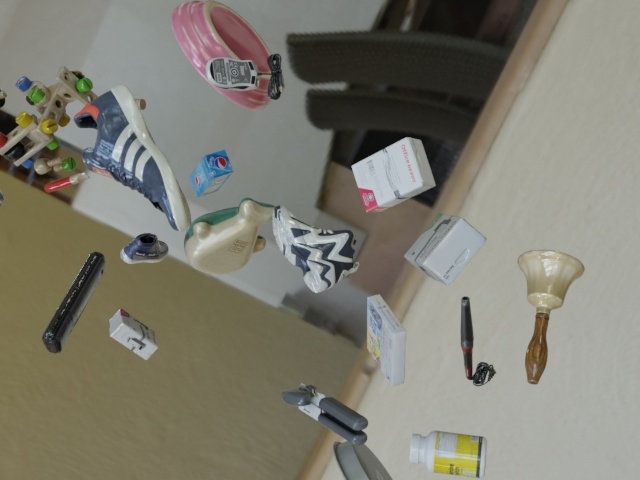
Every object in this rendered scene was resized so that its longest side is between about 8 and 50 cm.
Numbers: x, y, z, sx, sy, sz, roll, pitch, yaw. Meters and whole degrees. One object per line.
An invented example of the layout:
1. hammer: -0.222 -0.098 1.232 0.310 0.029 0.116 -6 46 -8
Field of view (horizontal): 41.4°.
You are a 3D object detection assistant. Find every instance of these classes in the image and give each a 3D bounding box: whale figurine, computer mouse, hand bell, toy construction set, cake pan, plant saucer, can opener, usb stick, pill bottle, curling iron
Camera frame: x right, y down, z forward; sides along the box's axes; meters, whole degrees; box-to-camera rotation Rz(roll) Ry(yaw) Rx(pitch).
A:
1. whale figurine: -0.227 -0.032 2.119 0.272 0.216 0.141 -44 47 33
2. computer mouse: -0.167 -0.359 1.838 0.042 0.193 0.106 -16 79 57
3. hand bell: 0.412 0.152 1.573 0.126 0.126 0.242 106 179 -66
4. toy construction set: -0.660 -0.289 2.126 0.308 0.237 0.257 66 -153 -22
5. cake pan: 0.139 0.643 2.236 0.054 0.293 0.293 -37 -2 6
6. plant saucer: -0.227 -0.485 2.151 0.084 0.332 0.332 -37 8 26
7. can opener: 0.002 0.430 2.101 0.283 0.095 0.075 18 109 55
8. usb stick: -0.572 0.142 1.986 0.077 0.045 0.278 92 -169 -45
9. pill bottle: 0.317 0.526 2.096 0.103 0.184 0.103 4 -90 -77
10. curling iron: 0.341 0.224 1.892 0.035 0.068 0.274 -102 -6 -55

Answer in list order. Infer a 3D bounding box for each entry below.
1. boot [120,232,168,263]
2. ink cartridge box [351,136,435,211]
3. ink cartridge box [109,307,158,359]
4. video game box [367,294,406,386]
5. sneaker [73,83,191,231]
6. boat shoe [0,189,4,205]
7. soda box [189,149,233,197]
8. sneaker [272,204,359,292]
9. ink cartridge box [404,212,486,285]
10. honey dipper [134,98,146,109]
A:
1. boot: -0.481 0.017 2.426 0.086 0.069 0.190 -41 -10 26
2. ink cartridge box: 0.153 -0.136 1.772 0.151 0.109 0.063 -25 -15 34
3. ink cartridge box: -0.538 0.269 2.442 0.056 0.135 0.099 -47 27 6
4. video game box: 0.192 0.293 2.492 0.187 0.048 0.205 -127 29 -49
5. sneaker: -0.383 -0.144 1.701 0.148 0.350 0.131 -28 -22 -10
6. boat shoe: -0.628 -0.120 1.152 0.156 0.367 0.136 -47 22 2
7. soda box: -0.318 -0.192 2.458 0.067 0.071 0.210 -21 -5 -24
8. sneaker: 0.000 0.000 1.934 0.153 0.235 0.094 -19 -37 -30
9. ink cartridge box: 0.304 0.018 2.090 0.153 0.087 0.208 -50 9 -2
10. honey dipper: -0.535 -0.362 2.253 0.030 0.161 0.030 -16 -72 -61
